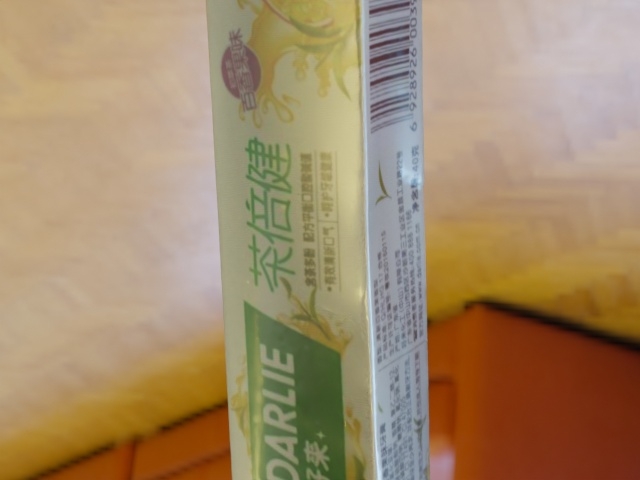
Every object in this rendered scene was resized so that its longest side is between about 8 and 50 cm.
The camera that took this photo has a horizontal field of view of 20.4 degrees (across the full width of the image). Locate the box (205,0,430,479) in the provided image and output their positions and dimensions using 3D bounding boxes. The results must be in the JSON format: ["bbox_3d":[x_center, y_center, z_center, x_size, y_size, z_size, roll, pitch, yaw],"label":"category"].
[{"bbox_3d":[0.000,0.000,0.457,0.050,0.207,0.041,5,-165,30],"label":"box"}]
